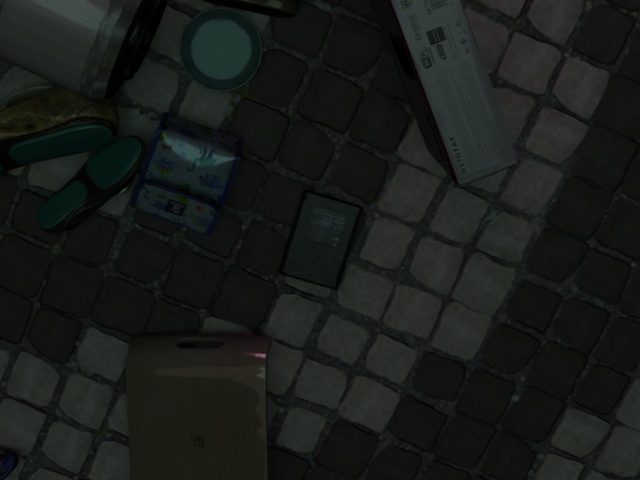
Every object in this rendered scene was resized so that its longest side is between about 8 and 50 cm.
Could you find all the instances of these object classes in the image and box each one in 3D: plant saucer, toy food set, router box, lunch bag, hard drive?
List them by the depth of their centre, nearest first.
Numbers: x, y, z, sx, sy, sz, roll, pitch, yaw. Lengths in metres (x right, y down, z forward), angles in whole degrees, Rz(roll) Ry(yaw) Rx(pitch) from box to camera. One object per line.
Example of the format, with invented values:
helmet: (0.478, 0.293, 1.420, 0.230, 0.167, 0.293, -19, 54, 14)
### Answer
router box: (0.143, -0.262, 1.438, 0.082, 0.301, 0.335, -22, 102, 3)
plant saucer: (-0.144, -0.277, 1.566, 0.119, 0.021, 0.119, -1, 103, -3)
lunch bag: (-0.197, -0.091, 1.577, 0.129, 0.096, 0.151, 21, 116, -9)
hard drive: (0.000, 0.000, 1.636, 0.094, 0.022, 0.135, 16, 102, -6)
toy food set: (-0.180, 0.294, 1.677, 0.220, 0.092, 0.306, 1, 102, 10)

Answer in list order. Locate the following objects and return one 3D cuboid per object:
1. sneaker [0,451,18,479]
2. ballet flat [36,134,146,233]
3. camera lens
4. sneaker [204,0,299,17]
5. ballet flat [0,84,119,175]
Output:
sneaker: (-0.581, 0.355, 1.673, 0.221, 0.083, 0.087, -9, 96, -3)
ballet flat: (-0.328, -0.080, 1.585, 0.203, 0.074, 0.074, -38, 102, 9)
camera lens: (-0.356, -0.330, 1.445, 0.274, 0.219, 0.219, 25, 101, -7)
sneaker: (-0.120, -0.371, 1.533, 0.188, 0.066, 0.071, 13, 86, -10)
ballet flat: (-0.462, -0.152, 1.545, 0.349, 0.123, 0.123, -17, 103, 0)
